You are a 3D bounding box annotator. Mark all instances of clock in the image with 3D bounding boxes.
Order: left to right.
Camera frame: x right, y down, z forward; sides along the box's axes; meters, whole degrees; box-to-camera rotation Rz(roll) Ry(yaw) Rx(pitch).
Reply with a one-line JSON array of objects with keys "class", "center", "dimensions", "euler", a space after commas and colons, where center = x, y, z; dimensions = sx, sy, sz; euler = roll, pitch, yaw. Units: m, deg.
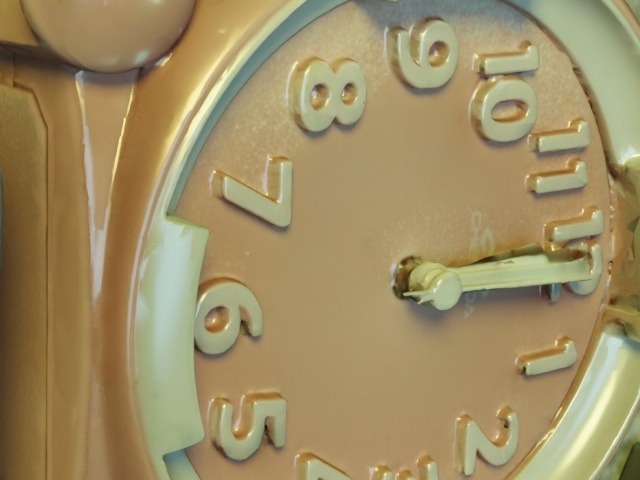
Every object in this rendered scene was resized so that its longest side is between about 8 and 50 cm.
[{"class": "clock", "center": [0.000, 0.000, 0.460], "dimensions": [0.241, 0.142, 0.227], "euler": [-7, 106, -32]}]

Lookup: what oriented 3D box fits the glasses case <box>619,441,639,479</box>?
[{"class": "glasses case", "center": [0.198, 0.136, 0.628], "dimensions": [0.190, 0.042, 0.072], "euler": [15, 105, -26]}]

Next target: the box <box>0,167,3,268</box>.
[{"class": "box", "center": [-0.166, 0.065, 0.365], "dimensions": [0.106, 0.264, 0.337], "euler": [-12, 112, -53]}]
